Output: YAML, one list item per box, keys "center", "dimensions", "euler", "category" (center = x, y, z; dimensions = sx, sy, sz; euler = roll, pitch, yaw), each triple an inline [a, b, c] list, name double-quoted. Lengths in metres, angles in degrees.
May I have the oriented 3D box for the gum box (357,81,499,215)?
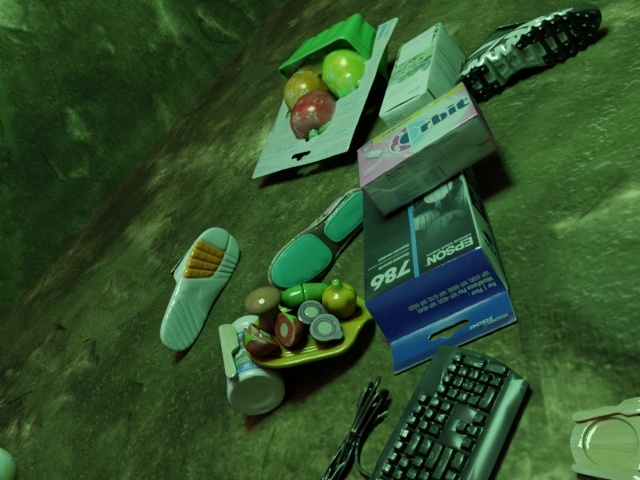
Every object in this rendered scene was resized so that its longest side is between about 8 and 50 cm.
- center: [0.136, -0.123, 0.809]
  dimensions: [0.188, 0.062, 0.107]
  euler: [-31, 30, 22]
  category: "gum box"

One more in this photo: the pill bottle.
- center: [-0.096, 0.172, 0.835]
  dimensions: [0.078, 0.078, 0.137]
  euler: [-39, 29, 11]
  category: "pill bottle"

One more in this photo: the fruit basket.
- center: [0.010, -0.302, 1.294]
  dimensions: [0.327, 0.166, 0.352]
  euler: [-8, 60, 48]
  category: "fruit basket"

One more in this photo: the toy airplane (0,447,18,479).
- center: [-0.468, 0.388, 0.718]
  dimensions: [0.386, 0.384, 0.272]
  euler: [-33, 41, 25]
  category: "toy airplane"

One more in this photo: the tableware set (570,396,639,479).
- center: [0.244, 0.190, 0.428]
  dimensions: [0.141, 0.020, 0.168]
  euler: [-12, 41, 45]
  category: "tableware set"

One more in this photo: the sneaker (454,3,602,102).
- center: [0.320, -0.314, 0.935]
  dimensions: [0.234, 0.078, 0.106]
  euler: [-25, 36, 35]
  category: "sneaker"

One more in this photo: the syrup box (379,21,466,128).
- center: [0.185, -0.272, 1.037]
  dimensions: [0.093, 0.096, 0.236]
  euler: [-23, 35, 37]
  category: "syrup box"

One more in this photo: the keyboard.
- center: [0.064, 0.241, 0.586]
  dimensions: [0.202, 0.033, 0.317]
  euler: [1, 51, 54]
  category: "keyboard"

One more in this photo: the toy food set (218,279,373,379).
- center: [-0.041, 0.100, 0.780]
  dimensions: [0.218, 0.071, 0.128]
  euler: [-15, 31, 1]
  category: "toy food set"

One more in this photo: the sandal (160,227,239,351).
- center: [-0.248, 0.087, 1.125]
  dimensions: [0.076, 0.102, 0.265]
  euler: [-11, 45, 42]
  category: "sandal"

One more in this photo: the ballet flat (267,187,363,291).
- center: [0.000, 0.000, 0.959]
  dimensions: [0.221, 0.077, 0.079]
  euler: [-46, 9, -12]
  category: "ballet flat"

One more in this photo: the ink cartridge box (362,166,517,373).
- center: [0.138, 0.002, 0.774]
  dimensions: [0.165, 0.065, 0.332]
  euler: [-31, 32, 23]
  category: "ink cartridge box"
